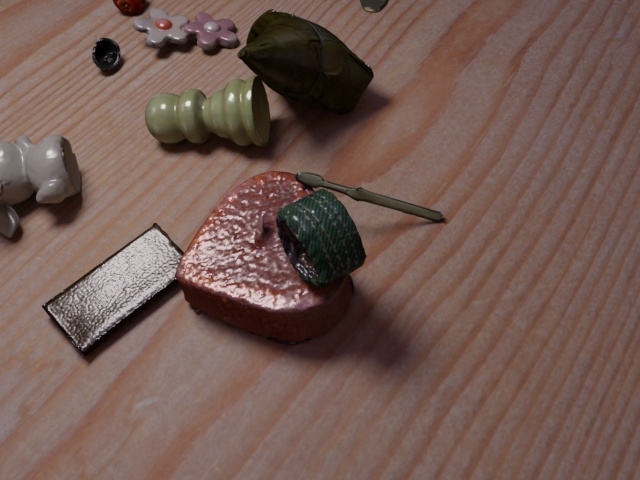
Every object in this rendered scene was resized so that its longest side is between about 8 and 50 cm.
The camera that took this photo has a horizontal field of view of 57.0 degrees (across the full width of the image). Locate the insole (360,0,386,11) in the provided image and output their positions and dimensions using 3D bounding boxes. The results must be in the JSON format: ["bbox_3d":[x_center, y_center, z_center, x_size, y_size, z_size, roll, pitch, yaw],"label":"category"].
[{"bbox_3d":[0.155,-0.697,1.612,0.081,0.011,0.248,10,54,10],"label":"insole"}]

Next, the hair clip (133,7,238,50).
[{"bbox_3d":[-0.335,-0.524,1.484,0.257,0.075,0.146,-2,48,-3],"label":"hair clip"}]

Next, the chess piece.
[{"bbox_3d":[-0.243,-0.259,1.237,0.251,0.144,0.144,-3,52,10],"label":"chess piece"}]

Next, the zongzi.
[{"bbox_3d":[-0.112,-0.402,1.232,0.360,0.160,0.323,-4,35,-48],"label":"zongzi"}]

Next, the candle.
[{"bbox_3d":[-0.106,0.022,1.010,0.287,0.131,0.317,-17,52,-5],"label":"candle"}]

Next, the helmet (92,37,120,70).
[{"bbox_3d":[-0.529,-0.449,1.449,0.065,0.049,0.084,17,77,-25],"label":"helmet"}]

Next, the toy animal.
[{"bbox_3d":[-0.571,-0.118,1.151,0.193,0.127,0.179,-20,55,-14],"label":"toy animal"}]

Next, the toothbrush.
[{"bbox_3d":[0.093,-0.077,1.064,0.294,0.026,0.028,16,18,-12],"label":"toothbrush"}]

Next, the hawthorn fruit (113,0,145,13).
[{"bbox_3d":[-0.515,-0.652,1.584,0.093,0.093,0.093,-2,52,3],"label":"hawthorn fruit"}]

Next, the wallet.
[{"bbox_3d":[-0.347,0.082,1.038,0.133,0.039,0.243,39,64,21],"label":"wallet"}]

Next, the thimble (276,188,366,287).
[{"bbox_3d":[-0.001,-0.001,0.884,0.090,0.118,0.135,-28,88,-19],"label":"thimble"}]
